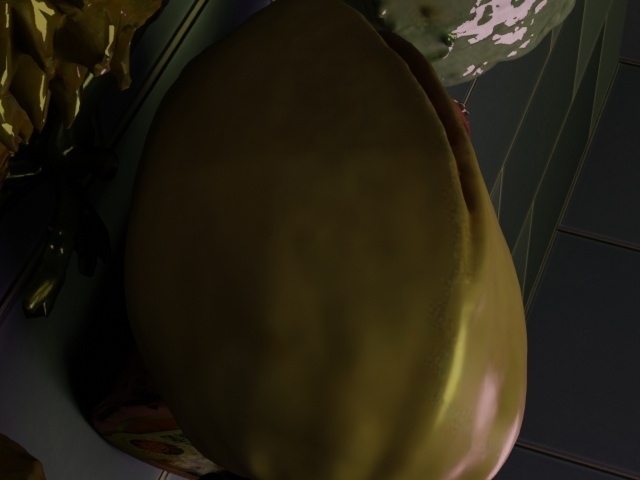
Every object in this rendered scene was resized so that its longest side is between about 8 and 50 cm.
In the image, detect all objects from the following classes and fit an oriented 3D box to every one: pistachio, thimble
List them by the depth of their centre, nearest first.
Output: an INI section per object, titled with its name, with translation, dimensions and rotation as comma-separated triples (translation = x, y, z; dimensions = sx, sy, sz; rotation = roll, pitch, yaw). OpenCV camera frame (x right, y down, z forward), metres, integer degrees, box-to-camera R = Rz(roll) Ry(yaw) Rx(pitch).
[pistachio]
translation = 0.000, 0.000, 0.778
dimensions = 0.214, 0.193, 0.318
rotation = -48, -144, 34
[thimble]
translation = 0.078, -0.229, 1.028
dimensions = 0.172, 0.205, 0.250
rotation = 79, 27, -53

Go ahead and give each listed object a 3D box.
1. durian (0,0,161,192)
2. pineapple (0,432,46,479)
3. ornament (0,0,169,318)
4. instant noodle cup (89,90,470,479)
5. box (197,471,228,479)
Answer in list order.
[durian]
translation = -0.160, -0.097, 0.518
dimensions = 0.195, 0.185, 0.305
rotation = -16, 132, -46
[pineapple]
translation = -0.188, 0.199, 0.662
dimensions = 0.128, 0.128, 0.248
rotation = -30, 138, -70
[ornament]
translation = -0.121, -0.077, 0.696
dimensions = 0.202, 0.080, 0.236
rotation = 66, 42, -74
[instant noodle cup]
translation = -0.007, 0.025, 1.006
dimensions = 0.244, 0.244, 0.255
rotation = 68, 31, -67
[box]
translation = -0.144, 0.318, 0.819
dimensions = 0.359, 0.091, 0.350
rotation = -57, -172, 53
